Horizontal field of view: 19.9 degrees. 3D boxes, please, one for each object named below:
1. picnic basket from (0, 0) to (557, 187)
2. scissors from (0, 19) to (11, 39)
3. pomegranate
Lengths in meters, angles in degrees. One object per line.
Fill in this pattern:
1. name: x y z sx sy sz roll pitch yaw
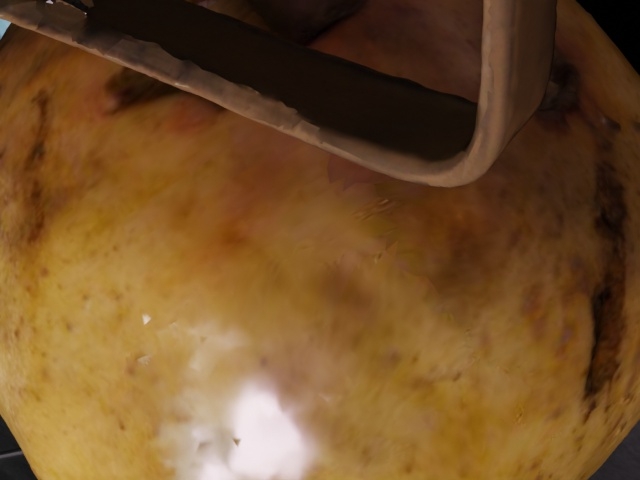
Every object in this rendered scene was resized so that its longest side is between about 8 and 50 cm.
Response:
1. picnic basket: -0.059 -0.167 0.444 0.254 0.291 0.321 22 141 23
2. scissors: -0.168 -0.157 0.863 0.393 0.032 0.180 44 152 -20
3. pomegranate: 0.000 0.000 0.685 0.281 0.281 0.281 26 152 15
